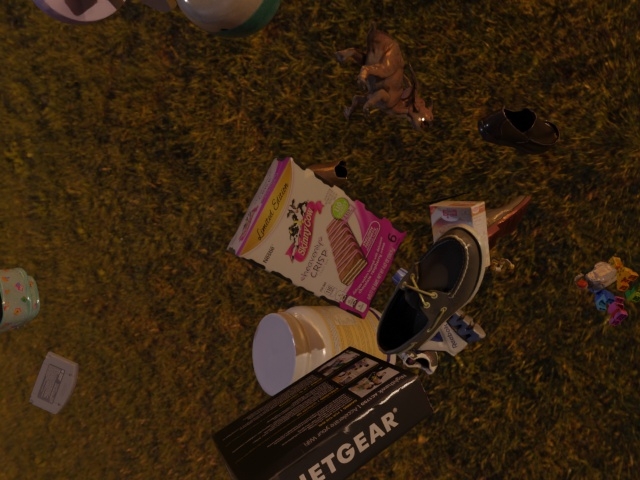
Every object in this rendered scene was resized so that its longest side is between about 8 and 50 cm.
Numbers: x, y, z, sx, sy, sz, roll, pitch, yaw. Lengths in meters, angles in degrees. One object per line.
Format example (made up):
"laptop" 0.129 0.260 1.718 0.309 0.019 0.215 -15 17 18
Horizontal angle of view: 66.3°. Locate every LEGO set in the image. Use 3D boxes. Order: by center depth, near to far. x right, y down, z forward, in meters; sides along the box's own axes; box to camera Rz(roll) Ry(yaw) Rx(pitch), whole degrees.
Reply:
"LEGO set" 0.755 0.100 1.225 0.087 0.093 0.227 14 133 -3

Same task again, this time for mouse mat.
"mouse mat" 0.261 -0.090 1.197 0.152 0.189 0.007 -15 89 -8

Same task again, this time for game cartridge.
"game cartridge" -0.400 0.216 0.740 0.056 0.017 0.083 23 94 7

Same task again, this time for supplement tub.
"supplement tub" 0.012 0.295 1.311 0.241 0.331 0.241 -10 77 51

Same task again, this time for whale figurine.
"whale figurine" -0.137 -0.465 0.797 0.216 0.141 0.272 0 85 27

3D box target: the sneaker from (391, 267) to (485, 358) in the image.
"sneaker" 0.309 0.235 1.464 0.315 0.127 0.182 43 103 22

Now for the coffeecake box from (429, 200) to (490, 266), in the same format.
"coffeecake box" 0.398 -0.016 1.401 0.142 0.068 0.186 7 111 51

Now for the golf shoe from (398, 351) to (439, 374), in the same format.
"golf shoe" 0.309 0.386 1.786 0.272 0.120 0.105 23 125 -2

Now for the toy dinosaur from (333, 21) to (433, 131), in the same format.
"toy dinosaur" 0.152 -0.378 1.112 0.127 0.200 0.296 47 162 43

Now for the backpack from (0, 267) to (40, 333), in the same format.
"backpack" -0.824 0.156 1.277 0.188 0.144 0.166 -24 76 37

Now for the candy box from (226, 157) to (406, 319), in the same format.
"candy box" 0.000 0.000 0.746 0.159 0.233 0.071 -63 26 -5

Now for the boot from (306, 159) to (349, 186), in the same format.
"boot" 0.026 -0.148 1.228 0.115 0.305 0.112 -20 93 11

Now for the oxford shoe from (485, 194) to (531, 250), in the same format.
"oxford shoe" 0.592 -0.079 1.675 0.130 0.348 0.123 38 144 32

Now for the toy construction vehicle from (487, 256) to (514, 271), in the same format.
"toy construction vehicle" 0.509 0.063 1.449 0.098 0.085 0.035 -143 63 -64

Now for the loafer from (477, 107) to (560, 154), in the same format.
"loafer" 0.450 -0.243 1.071 0.078 0.220 0.080 -43 53 57

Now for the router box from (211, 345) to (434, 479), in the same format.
"router box" -0.004 0.176 0.468 0.133 0.179 0.046 0 116 66

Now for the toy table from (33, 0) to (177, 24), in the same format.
"toy table" -0.409 -0.536 0.933 0.160 0.252 0.274 -7 55 29

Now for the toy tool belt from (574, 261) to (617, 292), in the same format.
"toy tool belt" 0.577 0.086 1.026 0.083 0.051 0.052 -33 43 1

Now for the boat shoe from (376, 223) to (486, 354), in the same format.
"boat shoe" 0.184 0.100 0.857 0.109 0.091 0.305 49 139 28
